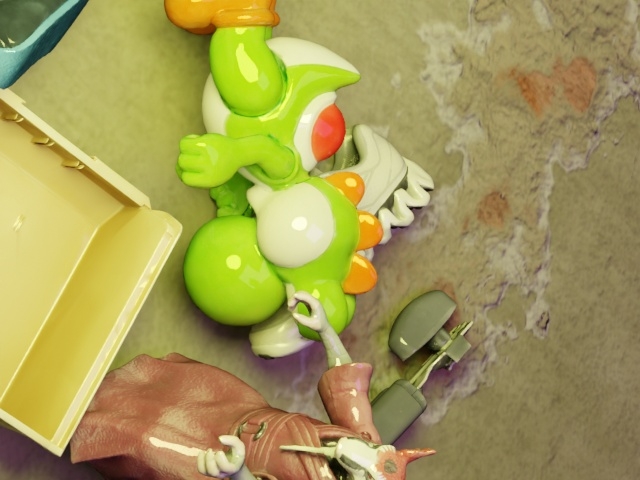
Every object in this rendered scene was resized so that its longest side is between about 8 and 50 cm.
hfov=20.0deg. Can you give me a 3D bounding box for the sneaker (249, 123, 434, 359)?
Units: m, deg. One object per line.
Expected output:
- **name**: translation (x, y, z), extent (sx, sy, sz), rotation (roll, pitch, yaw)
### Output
- **sneaker**: translation (0.000, 0.000, 1.893), extent (0.118, 0.110, 0.292), rotation (50, 56, -24)

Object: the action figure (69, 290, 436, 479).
- **action figure**: translation (-0.056, 0.212, 1.656), extent (0.248, 0.370, 0.276), rotation (-42, 130, -41)

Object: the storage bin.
- **storage bin**: translation (-0.292, 0.010, 1.624), extent (0.262, 0.123, 0.260), rotation (39, 71, -36)

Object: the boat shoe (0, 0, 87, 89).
- **boat shoe**: translation (-0.257, -0.217, 1.590), extent (0.089, 0.258, 0.109), rotation (35, 108, -4)

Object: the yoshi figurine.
- **yoshi figurine**: translation (-0.081, -0.068, 1.748), extent (0.203, 0.203, 0.362), rotation (-18, 94, -38)

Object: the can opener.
- **can opener**: translation (0.065, 0.168, 1.995), extent (0.095, 0.076, 0.283), rotation (46, 62, 1)
